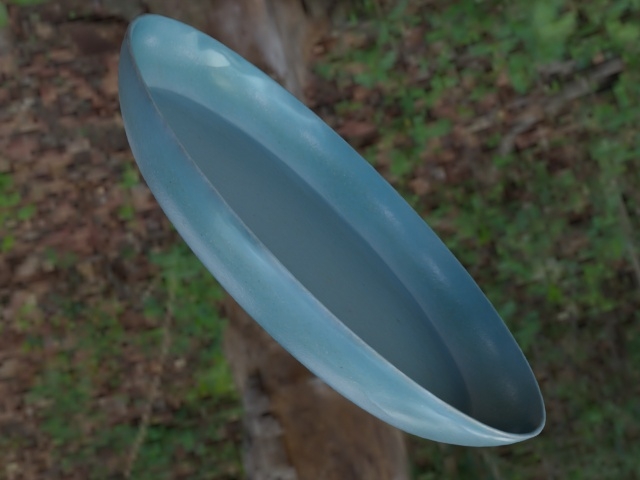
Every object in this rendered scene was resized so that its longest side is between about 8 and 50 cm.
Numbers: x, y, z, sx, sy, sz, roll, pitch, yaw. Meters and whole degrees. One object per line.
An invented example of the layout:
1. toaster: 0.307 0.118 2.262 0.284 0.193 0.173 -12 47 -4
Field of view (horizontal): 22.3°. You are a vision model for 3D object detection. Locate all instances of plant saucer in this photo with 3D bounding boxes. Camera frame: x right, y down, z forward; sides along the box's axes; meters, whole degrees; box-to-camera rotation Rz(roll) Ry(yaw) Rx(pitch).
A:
1. plant saucer: 0.000 0.000 0.902 0.043 0.318 0.317 -44 150 15
